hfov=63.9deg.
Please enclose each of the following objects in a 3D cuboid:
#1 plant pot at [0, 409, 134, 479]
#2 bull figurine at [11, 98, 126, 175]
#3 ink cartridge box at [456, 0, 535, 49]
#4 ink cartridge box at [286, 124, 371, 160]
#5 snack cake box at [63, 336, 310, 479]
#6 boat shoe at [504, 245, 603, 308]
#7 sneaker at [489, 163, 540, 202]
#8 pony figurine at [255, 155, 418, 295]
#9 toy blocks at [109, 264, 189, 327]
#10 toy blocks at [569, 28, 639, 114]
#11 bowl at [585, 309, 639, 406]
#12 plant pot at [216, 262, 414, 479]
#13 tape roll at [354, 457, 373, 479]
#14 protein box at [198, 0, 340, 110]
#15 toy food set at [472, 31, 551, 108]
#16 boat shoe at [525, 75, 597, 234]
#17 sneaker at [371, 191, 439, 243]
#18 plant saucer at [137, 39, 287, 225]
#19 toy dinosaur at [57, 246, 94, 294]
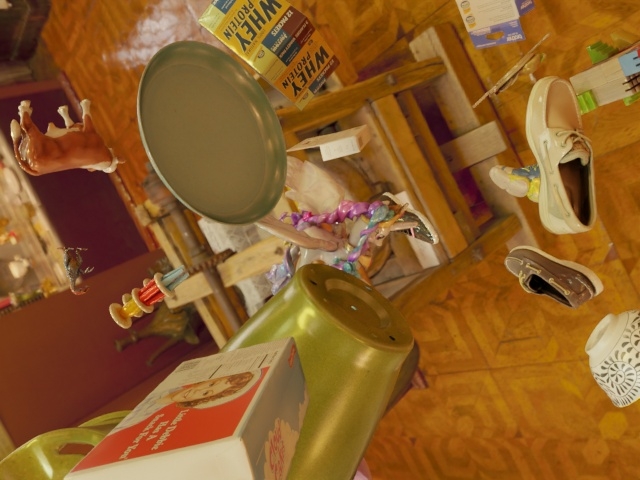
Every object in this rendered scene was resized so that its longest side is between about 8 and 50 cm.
[{"bbox_3d":[-0.268,0.328,0.612,0.276,0.276,0.254,46,158,16],"label":"plant pot"},{"bbox_3d":[-0.631,-0.252,1.295,0.101,0.310,0.188,-13,100,22],"label":"bull figurine"},{"bbox_3d":[0.379,-0.609,1.188,0.311,0.065,0.186,62,166,-21],"label":"ink cartridge box"},{"bbox_3d":[0.039,-0.356,1.916,0.261,0.296,0.066,-10,107,17],"label":"ink cartridge box"},{"bbox_3d":[-0.106,0.190,0.518,0.152,0.264,0.089,-14,95,7],"label":"snack cake box"},{"bbox_3d":[0.610,0.100,1.412,0.116,0.097,0.324,55,171,-22],"label":"boat shoe"},{"bbox_3d":[0.569,-0.168,1.343,0.240,0.126,0.091,25,175,0],"label":"sneaker"},{"bbox_3d":[0.000,0.000,1.153,0.351,0.303,0.363,25,129,4],"label":"pony figurine"},{"bbox_3d":[-0.302,0.090,0.950,0.054,0.148,0.123,55,-177,-9],"label":"toy blocks"},{"bbox_3d":[0.824,-0.451,1.253,0.190,0.381,0.261,62,162,-7],"label":"toy blocks"},{"bbox_3d":[0.477,0.167,0.811,0.080,0.170,0.170,33,132,16],"label":"bowl"},{"bbox_3d":[-0.020,0.246,0.934,0.366,0.366,0.353,40,109,22],"label":"plant pot"},{"bbox_3d":[-0.014,0.571,1.122,0.090,0.275,0.275,-118,14,-72],"label":"tape roll"},{"bbox_3d":[-0.100,-0.408,1.062,0.201,0.200,0.136,43,99,20],"label":"protein box"},{"bbox_3d":[0.420,-0.353,1.108,0.038,0.192,0.132,46,166,1],"label":"toy food set"},{"bbox_3d":[0.459,-0.163,0.953,0.098,0.109,0.302,170,96,-80],"label":"boat shoe"},{"bbox_3d":[0.254,-0.044,1.711,0.296,0.147,0.104,43,159,43],"label":"sneaker"},{"bbox_3d":[-0.177,-0.175,0.870,0.044,0.317,0.317,-15,101,37],"label":"plant saucer"},{"bbox_3d":[-0.432,0.054,0.907,0.090,0.047,0.082,0,86,48],"label":"toy dinosaur"}]
